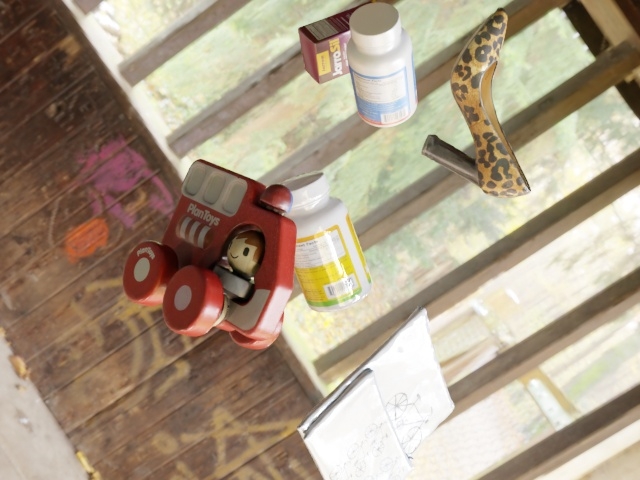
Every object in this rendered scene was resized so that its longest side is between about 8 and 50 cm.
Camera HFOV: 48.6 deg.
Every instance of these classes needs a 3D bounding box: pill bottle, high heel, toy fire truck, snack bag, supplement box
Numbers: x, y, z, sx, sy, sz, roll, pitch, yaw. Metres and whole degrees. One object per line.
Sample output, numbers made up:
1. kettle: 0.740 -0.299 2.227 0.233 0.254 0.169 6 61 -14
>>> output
1. pill bottle: 0.000 0.000 1.341 0.136 0.136 0.246 -102 172 -70
2. high heel: 0.282 -0.201 1.080 0.186 0.261 0.093 33 31 22
3. toy fire truck: -0.150 0.015 1.098 0.302 0.254 0.169 23 1 44
4. snack bag: 0.129 0.341 1.342 0.037 0.342 0.323 23 -36 45
5. supplement box: 0.057 -0.424 1.516 0.081 0.188 0.104 53 -18 40
6. pill bottle: 0.115 -0.331 1.340 0.222 0.124 0.124 73 -10 -54
